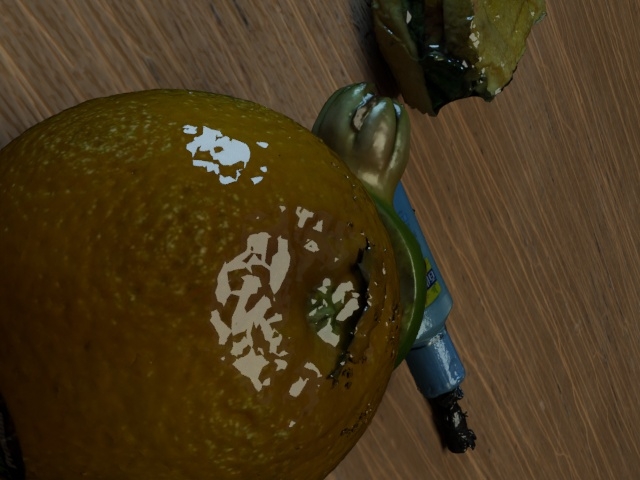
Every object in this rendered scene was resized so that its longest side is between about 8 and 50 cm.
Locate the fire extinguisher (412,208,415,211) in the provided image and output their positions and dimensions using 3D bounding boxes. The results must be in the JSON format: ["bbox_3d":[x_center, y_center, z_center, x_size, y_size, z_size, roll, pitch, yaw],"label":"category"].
[{"bbox_3d":[0.079,0.038,1.067,0.049,0.035,0.173,42,56,-43],"label":"fire extinguisher"}]

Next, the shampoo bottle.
[{"bbox_3d":[0.073,0.032,0.992,0.104,0.061,0.258,-38,109,-43],"label":"shampoo bottle"}]

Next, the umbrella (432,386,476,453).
[{"bbox_3d":[0.143,0.180,1.148,0.037,0.040,0.144,-42,121,-40],"label":"umbrella"}]

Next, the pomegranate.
[{"bbox_3d":[-0.014,0.005,0.799,0.159,0.190,0.240,-27,110,-83],"label":"pomegranate"}]

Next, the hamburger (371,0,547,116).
[{"bbox_3d":[0.146,-0.279,1.109,0.309,0.132,0.211,-53,129,-46],"label":"hamburger"}]

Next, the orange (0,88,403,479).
[{"bbox_3d":[-0.084,0.040,0.592,0.274,0.274,0.274,8,80,-57],"label":"orange"}]
